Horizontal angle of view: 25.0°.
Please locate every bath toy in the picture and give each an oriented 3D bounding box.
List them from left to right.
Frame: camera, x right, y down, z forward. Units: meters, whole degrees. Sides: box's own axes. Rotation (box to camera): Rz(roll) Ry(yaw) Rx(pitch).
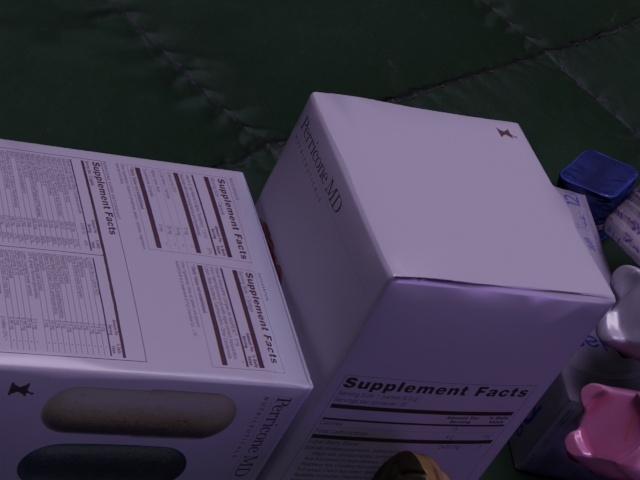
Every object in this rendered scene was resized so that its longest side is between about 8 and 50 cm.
[{"bbox_3d":[0.273,0.144,1.103,0.151,0.348,0.129,15,-10,44],"label":"bath toy"}]

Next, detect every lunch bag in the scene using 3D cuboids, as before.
[{"bbox_3d":[0.283,-0.045,1.498,0.067,0.065,0.098,27,35,23],"label":"lunch bag"}]

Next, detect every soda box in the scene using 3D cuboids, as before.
[{"bbox_3d":[0.207,0.072,1.284,0.091,0.098,0.286,14,40,-19],"label":"soda box"}]

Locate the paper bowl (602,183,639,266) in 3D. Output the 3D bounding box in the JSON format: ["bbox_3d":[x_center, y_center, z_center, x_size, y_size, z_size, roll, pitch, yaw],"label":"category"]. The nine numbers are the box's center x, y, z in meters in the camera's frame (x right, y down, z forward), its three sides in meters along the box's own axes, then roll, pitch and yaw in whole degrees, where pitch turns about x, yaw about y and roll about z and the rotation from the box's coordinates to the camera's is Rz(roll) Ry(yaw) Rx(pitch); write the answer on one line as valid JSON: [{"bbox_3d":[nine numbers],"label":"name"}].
[{"bbox_3d":[0.410,0.033,1.324,0.284,0.148,0.284,43,9,-8],"label":"paper bowl"}]

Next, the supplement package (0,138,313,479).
[{"bbox_3d":[-0.180,0.074,0.942,0.262,0.199,0.198,6,43,-28],"label":"supplement package"}]

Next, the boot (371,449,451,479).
[{"bbox_3d":[0.151,0.275,0.965,0.269,0.089,0.236,16,60,-34],"label":"boot"}]

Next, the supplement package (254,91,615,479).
[{"bbox_3d":[0.035,0.069,1.012,0.175,0.293,0.177,6,42,-28],"label":"supplement package"}]
